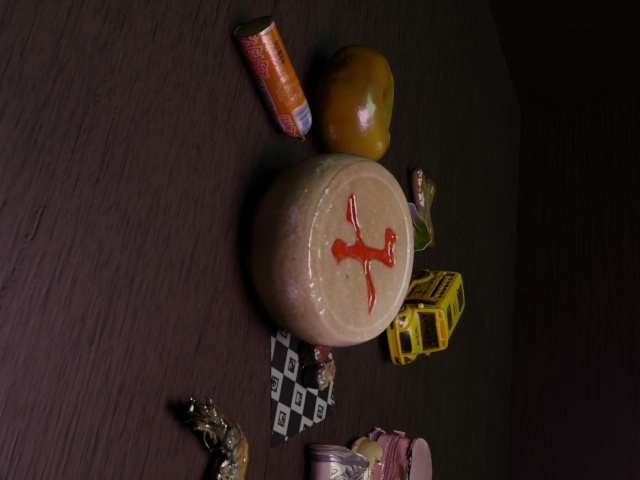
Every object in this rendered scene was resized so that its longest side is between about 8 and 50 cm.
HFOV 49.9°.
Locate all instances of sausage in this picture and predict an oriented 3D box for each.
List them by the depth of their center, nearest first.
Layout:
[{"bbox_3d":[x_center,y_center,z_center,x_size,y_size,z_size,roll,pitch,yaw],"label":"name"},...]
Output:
[{"bbox_3d":[-0.070,-0.264,1.182,0.234,0.071,0.071,65,34,-38],"label":"sausage"}]

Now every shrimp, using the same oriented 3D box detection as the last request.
[{"bbox_3d":[-0.159,0.312,0.972,0.150,0.051,0.217,-62,146,-35],"label":"shrimp"}]

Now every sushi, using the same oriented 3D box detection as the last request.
[{"bbox_3d":[-0.010,0.215,1.291,0.264,0.050,0.289,2,86,-65],"label":"sushi"}]

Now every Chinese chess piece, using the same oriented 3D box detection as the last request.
[{"bbox_3d":[0.027,0.016,1.193,0.338,0.141,0.337,-5,96,-49],"label":"Chinese chess piece"}]

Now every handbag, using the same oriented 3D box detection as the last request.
[{"bbox_3d":[0.171,0.537,1.566,0.179,0.117,0.204,50,45,-52],"label":"handbag"}]

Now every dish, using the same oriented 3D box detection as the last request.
[{"bbox_3d":[0.234,-0.035,1.828,0.039,0.091,0.137,148,-74,-72],"label":"dish"}]

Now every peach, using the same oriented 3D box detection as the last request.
[{"bbox_3d":[0.074,-0.269,1.410,0.251,0.153,0.250,9,90,-77],"label":"peach"}]

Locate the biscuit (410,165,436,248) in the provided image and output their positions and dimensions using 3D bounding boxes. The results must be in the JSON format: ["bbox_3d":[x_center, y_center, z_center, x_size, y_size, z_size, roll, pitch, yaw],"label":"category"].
[{"bbox_3d":[0.286,-0.090,1.945,0.164,0.047,0.207,26,66,-58],"label":"biscuit"}]

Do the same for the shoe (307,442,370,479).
[{"bbox_3d":[0.034,0.449,1.317,0.180,0.089,0.092,47,46,-51],"label":"shoe"}]

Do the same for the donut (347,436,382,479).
[{"bbox_3d":[0.088,0.496,1.451,0.108,0.065,0.165,44,49,-55],"label":"donut"}]

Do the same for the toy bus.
[{"bbox_3d":[0.269,0.191,1.764,0.330,0.152,0.144,-41,125,-59],"label":"toy bus"}]
